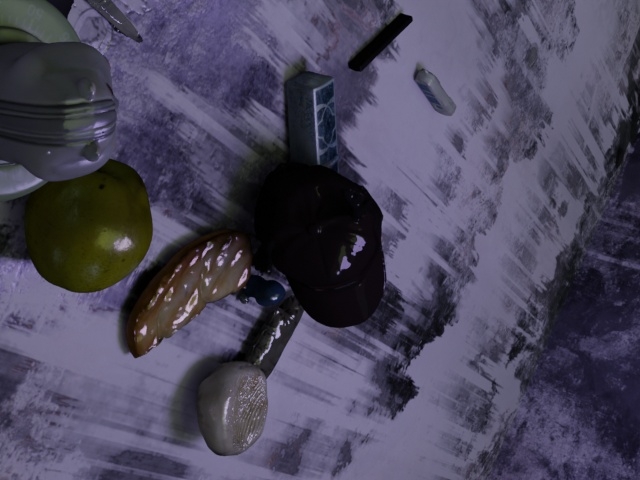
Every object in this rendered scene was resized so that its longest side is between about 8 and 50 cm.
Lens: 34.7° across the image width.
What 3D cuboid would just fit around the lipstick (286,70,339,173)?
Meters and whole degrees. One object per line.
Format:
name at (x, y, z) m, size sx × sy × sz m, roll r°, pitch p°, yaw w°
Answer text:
lipstick at (-0.013, -0.173, 1.925) m, size 0.077 × 0.076 × 0.290 m, roll -36°, pitch 133°, yaw -42°

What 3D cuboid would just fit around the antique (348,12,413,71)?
antique at (0.122, -0.396, 2.041) m, size 0.192 × 0.031 × 0.015 m, roll -48°, pitch 142°, yaw -30°

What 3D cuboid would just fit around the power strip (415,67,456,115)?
power strip at (0.256, -0.322, 2.266) m, size 0.030 × 0.047 × 0.191 m, roll -59°, pitch 146°, yaw -7°

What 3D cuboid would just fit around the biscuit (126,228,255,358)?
biscuit at (-0.225, 0.076, 1.779) m, size 0.299 × 0.045 × 0.154 m, roll -34°, pitch 135°, yaw -41°

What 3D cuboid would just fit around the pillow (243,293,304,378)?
pillow at (-0.100, 0.198, 2.027) m, size 0.241 × 0.051 × 0.093 m, roll -59°, pitch 147°, yaw -11°

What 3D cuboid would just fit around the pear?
pear at (-0.323, -0.021, 1.450) m, size 0.198 × 0.198 × 0.198 m, roll -32°, pitch 133°, yaw -44°

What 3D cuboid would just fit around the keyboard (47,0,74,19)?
keyboard at (-0.354, -0.332, 1.355) m, size 0.074 × 0.015 × 0.197 m, roll -1°, pitch 120°, yaw -58°

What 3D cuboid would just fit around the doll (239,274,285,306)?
doll at (-0.109, 0.098, 1.931) m, size 0.076 × 0.083 × 0.051 m, roll -27°, pitch 123°, yaw -44°

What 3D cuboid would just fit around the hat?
hat at (0.006, 0.027, 1.833) m, size 0.209 × 0.238 × 0.336 m, roll -82°, pitch 155°, yaw -73°

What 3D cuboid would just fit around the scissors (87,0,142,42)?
scissors at (-0.329, -0.356, 1.404) m, size 0.109 × 0.022 × 0.300 m, roll -59°, pitch 148°, yaw -8°

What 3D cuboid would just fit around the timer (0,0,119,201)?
timer at (-0.348, -0.162, 1.179) m, size 0.290 × 0.315 × 0.291 m, roll -20°, pitch 118°, yaw -44°

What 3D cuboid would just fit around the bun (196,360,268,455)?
bun at (-0.176, 0.313, 1.931) m, size 0.183 × 0.102 × 0.183 m, roll -19°, pitch 112°, yaw -57°
